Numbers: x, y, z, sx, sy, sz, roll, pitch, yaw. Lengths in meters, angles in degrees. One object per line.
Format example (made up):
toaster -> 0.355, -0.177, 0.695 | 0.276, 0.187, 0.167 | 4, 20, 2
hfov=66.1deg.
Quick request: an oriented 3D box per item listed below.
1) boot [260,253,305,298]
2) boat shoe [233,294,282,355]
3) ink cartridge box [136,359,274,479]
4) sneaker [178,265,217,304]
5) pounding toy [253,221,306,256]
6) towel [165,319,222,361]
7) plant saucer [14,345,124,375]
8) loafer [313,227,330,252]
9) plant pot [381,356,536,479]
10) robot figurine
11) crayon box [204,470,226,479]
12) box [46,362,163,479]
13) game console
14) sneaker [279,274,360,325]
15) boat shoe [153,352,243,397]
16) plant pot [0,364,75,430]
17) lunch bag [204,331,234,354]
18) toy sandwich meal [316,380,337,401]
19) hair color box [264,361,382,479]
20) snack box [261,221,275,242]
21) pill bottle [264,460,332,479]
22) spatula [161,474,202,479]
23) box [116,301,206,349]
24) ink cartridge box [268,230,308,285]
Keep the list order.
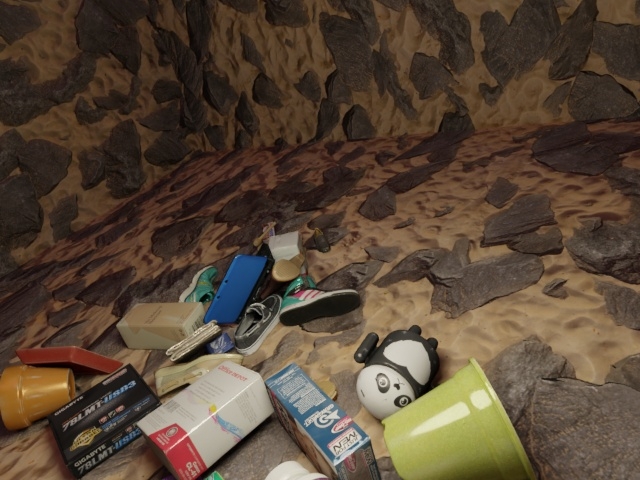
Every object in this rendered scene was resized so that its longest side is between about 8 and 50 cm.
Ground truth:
boot -> -0.160, 0.157, 1.858 | 0.207, 0.090, 0.248 | -49, -6, 23
boat shoe -> -0.225, 0.276, 1.775 | 0.108, 0.102, 0.301 | 0, 32, 27
ink cartridge box -> -0.312, 0.487, 1.357 | 0.306, 0.131, 0.226 | -31, 19, -32
sneaker -> -0.491, 0.215, 2.067 | 0.110, 0.107, 0.275 | 11, 38, 9
pounding toy -> -0.199, 0.015, 2.187 | 0.269, 0.155, 0.154 | -3, 26, 23
towel -> -0.417, 0.341, 1.641 | 0.187, 0.049, 0.282 | -33, -8, -19
plant saucer -> -0.882, 0.431, 1.734 | 0.258, 0.259, 0.048 | -7, 63, 17
loafer -> 0.000, 0.000, 2.210 | 0.062, 0.061, 0.170 | -20, 28, -11
plant pot -> 0.283, 0.434, 1.083 | 0.254, 0.276, 0.276 | -25, 27, 7
robot figurine -> 0.214, 0.352, 1.325 | 0.209, 0.173, 0.278 | 5, 33, 38
crayon box -> -0.153, 0.629, 1.017 | 0.081, 0.165, 0.278 | -33, 33, -30
box -> -0.672, 0.550, 1.545 | 0.295, 0.073, 0.293 | -31, 32, -28
game console -> -0.309, 0.150, 1.817 | 0.173, 0.293, 0.250 | 23, 15, -24
sneaker -> -0.008, 0.198, 1.796 | 0.295, 0.124, 0.178 | -14, 37, 6
boat shoe -> -0.388, 0.435, 1.590 | 0.302, 0.109, 0.098 | -15, 68, 3
plant pot -> -0.934, 0.508, 1.645 | 0.188, 0.205, 0.205 | -8, 25, -17
lunch bag -> -0.348, 0.371, 1.694 | 0.098, 0.065, 0.067 | -33, -8, -26
toy sandwich meal -> 0.012, 0.442, 1.427 | 0.085, 0.029, 0.085 | -17, 25, 8
hair color box -> -0.002, 0.471, 1.221 | 0.105, 0.174, 0.347 | -29, 30, -23
snack box -> -0.261, -0.043, 2.470 | 0.064, 0.022, 0.178 | -15, 27, -2
pill bottle -> 0.004, 0.591, 1.003 | 0.169, 0.169, 0.301 | -32, 31, -28
spatula -> -0.285, 0.579, 1.326 | 0.296, 0.030, 0.084 | -32, 32, -29
box -> -0.590, 0.323, 1.861 | 0.311, 0.121, 0.148 | -4, 30, 21
ink cartridge box -> -0.131, 0.073, 2.021 | 0.127, 0.176, 0.128 | -13, 28, 7
